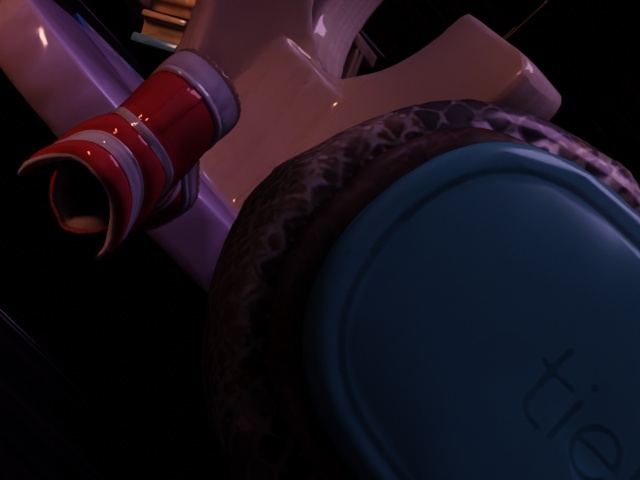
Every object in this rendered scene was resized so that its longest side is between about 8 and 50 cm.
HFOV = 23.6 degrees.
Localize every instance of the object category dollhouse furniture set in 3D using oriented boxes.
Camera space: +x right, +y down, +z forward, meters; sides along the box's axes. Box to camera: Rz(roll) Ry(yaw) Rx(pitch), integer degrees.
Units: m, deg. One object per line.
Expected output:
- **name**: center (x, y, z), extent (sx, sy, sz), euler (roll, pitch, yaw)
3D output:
- **dollhouse furniture set**: center (-0.070, -0.136, 1.271), extent (0.184, 0.129, 0.129), euler (18, -7, 20)

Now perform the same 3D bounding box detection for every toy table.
- **toy table**: center (-0.004, -0.056, 0.701), extent (0.274, 0.161, 0.252), euler (43, 6, -41)

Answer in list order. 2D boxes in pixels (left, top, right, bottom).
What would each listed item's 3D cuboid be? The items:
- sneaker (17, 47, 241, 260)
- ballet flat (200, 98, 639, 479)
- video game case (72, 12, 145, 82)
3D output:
- **sneaker**: center (-0.072, -0.018, 0.523), extent (0.042, 0.067, 0.118), euler (46, -26, 2)
- **ballet flat**: center (0.149, 0.165, 0.409), extent (0.483, 0.164, 0.182), euler (47, -16, 3)
- **video game case**: center (-0.079, -0.053, 0.886), extent (0.166, 0.015, 0.119), euler (46, 4, -33)
